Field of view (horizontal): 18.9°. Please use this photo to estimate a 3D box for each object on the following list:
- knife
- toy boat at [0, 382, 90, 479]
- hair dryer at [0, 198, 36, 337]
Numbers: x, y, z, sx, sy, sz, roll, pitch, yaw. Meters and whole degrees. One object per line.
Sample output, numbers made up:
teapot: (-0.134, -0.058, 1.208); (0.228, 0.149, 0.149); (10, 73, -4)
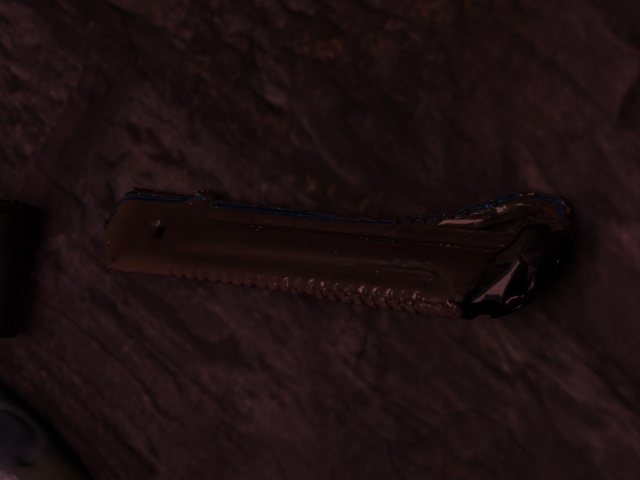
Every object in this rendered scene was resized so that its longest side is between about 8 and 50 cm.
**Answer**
knife: (0.003, 0.004, 1.257); (0.365, 0.043, 0.089); (4, 55, 34)
toy boat: (-0.322, 0.182, 1.390); (0.330, 0.123, 0.215); (32, 103, 28)
hair dryer: (-0.293, 0.010, 1.433); (0.197, 0.057, 0.100); (8, 88, 37)
